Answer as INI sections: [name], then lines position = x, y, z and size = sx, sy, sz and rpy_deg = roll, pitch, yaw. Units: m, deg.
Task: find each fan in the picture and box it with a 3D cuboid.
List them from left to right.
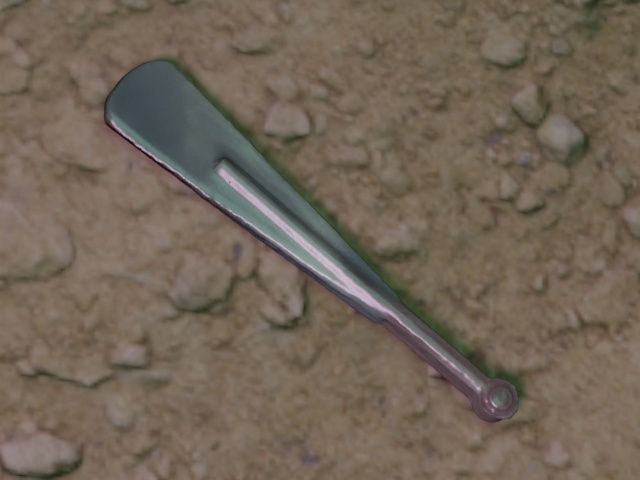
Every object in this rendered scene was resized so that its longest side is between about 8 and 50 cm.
[fan]
position = 0.000, 0.000, 1.059
size = 0.282, 0.023, 0.057
rpy_deg = 39, 56, 1
